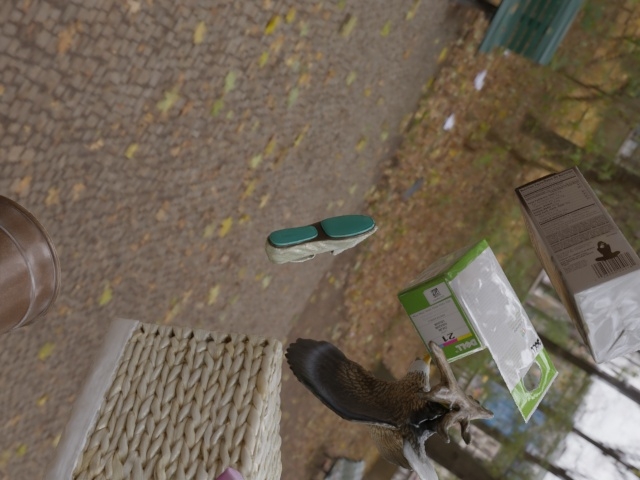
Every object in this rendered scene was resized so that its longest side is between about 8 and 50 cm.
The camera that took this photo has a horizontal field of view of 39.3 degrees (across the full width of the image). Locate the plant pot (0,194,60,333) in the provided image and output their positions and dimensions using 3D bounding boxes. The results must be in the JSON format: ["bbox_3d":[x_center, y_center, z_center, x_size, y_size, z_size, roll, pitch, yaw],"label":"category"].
[{"bbox_3d":[-0.391,0.052,0.948,0.167,0.167,0.165,-64,175,26],"label":"plant pot"}]

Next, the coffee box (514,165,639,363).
[{"bbox_3d":[0.363,0.028,1.229,0.246,0.098,0.141,-102,168,-54],"label":"coffee box"}]

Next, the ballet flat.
[{"bbox_3d":[0.000,0.000,1.320,0.168,0.057,0.052,-9,131,-10],"label":"ballet flat"}]

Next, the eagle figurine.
[{"bbox_3d":[0.106,0.250,1.381,0.225,0.298,0.226,-13,93,-51],"label":"eagle figurine"}]

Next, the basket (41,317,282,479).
[{"bbox_3d":[-0.201,0.335,1.280,0.331,0.267,0.328,-83,175,-54],"label":"basket"}]

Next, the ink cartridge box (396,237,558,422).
[{"bbox_3d":[0.251,0.148,1.405,0.097,0.255,0.189,-28,-178,33],"label":"ink cartridge box"}]

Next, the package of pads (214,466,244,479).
[{"bbox_3d":[-0.072,0.237,0.760,0.050,0.083,0.032,-42,137,-5],"label":"package of pads"}]
